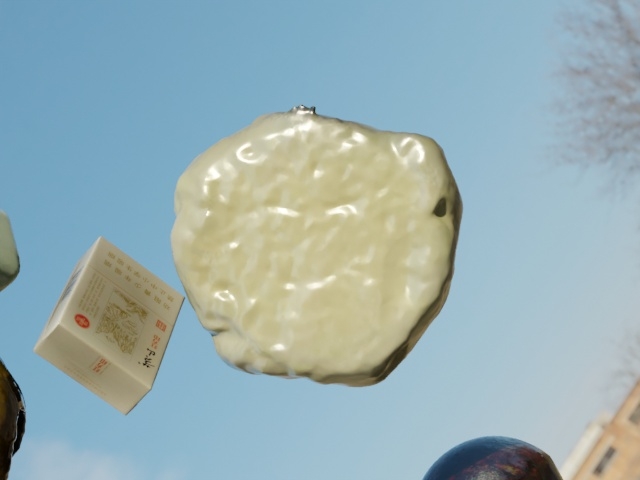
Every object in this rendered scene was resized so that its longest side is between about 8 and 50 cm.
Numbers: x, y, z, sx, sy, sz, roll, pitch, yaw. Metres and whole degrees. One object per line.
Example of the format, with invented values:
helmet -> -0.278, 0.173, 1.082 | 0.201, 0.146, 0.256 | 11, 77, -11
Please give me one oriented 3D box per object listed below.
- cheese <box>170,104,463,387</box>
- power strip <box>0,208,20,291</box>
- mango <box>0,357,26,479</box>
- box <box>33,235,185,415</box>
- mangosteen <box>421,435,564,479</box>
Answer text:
cheese -> 0.000, 0.000, 1.458 | 0.326, 0.318, 0.115 | -40, -9, 5
power strip -> -0.433, 0.101, 1.272 | 0.385, 0.091, 0.062 | -38, -41, 19
mango -> -0.309, 0.163, 0.996 | 0.156, 0.151, 0.249 | -19, -36, -53
box -> -0.249, 0.098, 1.627 | 0.058, 0.141, 0.201 | -45, 18, 26
mangosteen -> 0.246, 0.360, 1.621 | 0.231, 0.289, 0.231 | -37, -48, -55
